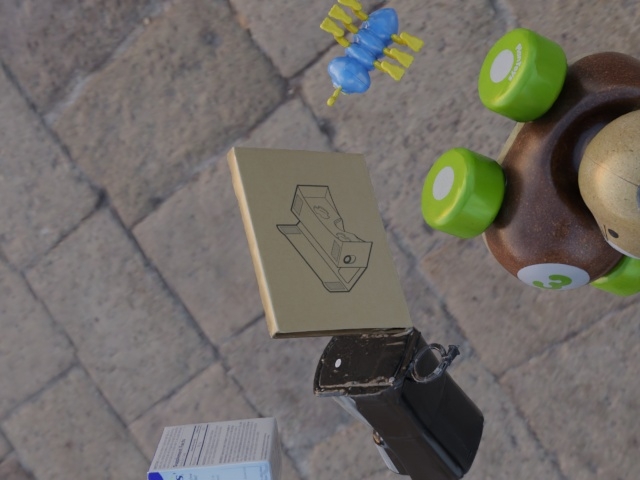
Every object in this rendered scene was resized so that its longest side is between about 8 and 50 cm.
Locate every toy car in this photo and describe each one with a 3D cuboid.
[{"bbox_3d":[0.174,-0.018,0.645,0.155,0.188,0.149,19,105,-25],"label":"toy car"}]

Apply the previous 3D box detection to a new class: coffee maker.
[{"bbox_3d":[0.103,0.184,1.270,0.171,0.120,0.178,19,154,52],"label":"coffee maker"}]

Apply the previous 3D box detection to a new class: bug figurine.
[{"bbox_3d":[-0.006,-0.269,1.072,0.279,0.072,0.216,37,88,3],"label":"bug figurine"}]

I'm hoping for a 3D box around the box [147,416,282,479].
[{"bbox_3d":[-0.117,0.262,1.322,0.137,0.126,0.072,-5,104,3],"label":"box"}]

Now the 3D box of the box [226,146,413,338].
[{"bbox_3d":[0.000,0.000,1.173,0.021,0.164,0.201,-41,57,48],"label":"box"}]
